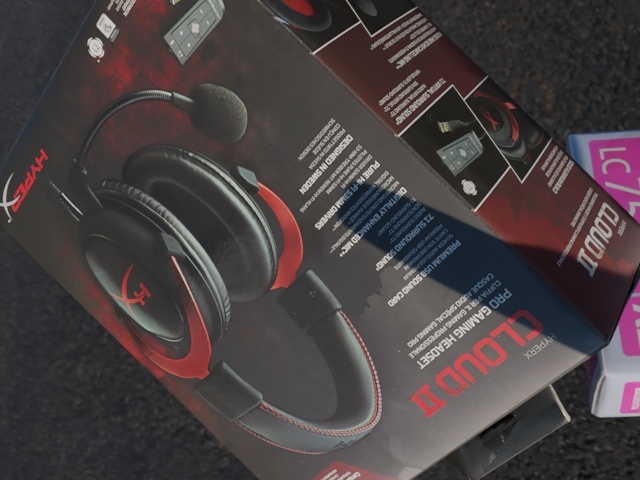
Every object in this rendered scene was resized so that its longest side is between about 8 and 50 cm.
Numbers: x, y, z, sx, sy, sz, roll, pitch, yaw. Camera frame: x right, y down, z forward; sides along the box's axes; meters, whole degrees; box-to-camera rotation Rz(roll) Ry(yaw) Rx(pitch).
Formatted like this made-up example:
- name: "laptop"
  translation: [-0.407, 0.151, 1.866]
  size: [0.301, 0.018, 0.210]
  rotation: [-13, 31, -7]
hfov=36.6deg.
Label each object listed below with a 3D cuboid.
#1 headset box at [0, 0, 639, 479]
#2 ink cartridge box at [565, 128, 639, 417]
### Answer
- name: "headset box"
  translation: [0.000, 0.000, 0.494]
  size: [0.293, 0.110, 0.218]
  rotation: [45, 128, 0]
- name: "ink cartridge box"
  translation: [0.313, 0.008, 0.582]
  size: [0.311, 0.065, 0.186]
  rotation: [-2, 53, 7]
